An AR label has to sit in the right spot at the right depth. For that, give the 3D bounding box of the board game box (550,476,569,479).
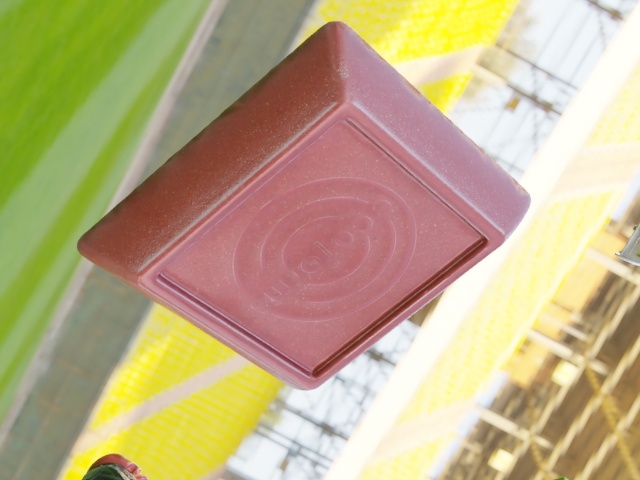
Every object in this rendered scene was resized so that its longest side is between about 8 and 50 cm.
[{"bbox_3d":[0.330,0.428,1.900,0.043,0.092,0.181,-28,-150,48],"label":"board game box"}]

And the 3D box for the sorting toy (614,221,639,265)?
[{"bbox_3d":[0.424,0.004,1.730,0.083,0.075,0.045,-58,154,1],"label":"sorting toy"}]

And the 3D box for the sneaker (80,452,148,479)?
[{"bbox_3d":[-0.232,0.406,1.878,0.097,0.276,0.135,-51,169,11],"label":"sneaker"}]

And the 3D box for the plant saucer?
[{"bbox_3d":[0.000,0.000,1.027,0.258,0.259,0.047,-39,-138,16],"label":"plant saucer"}]
